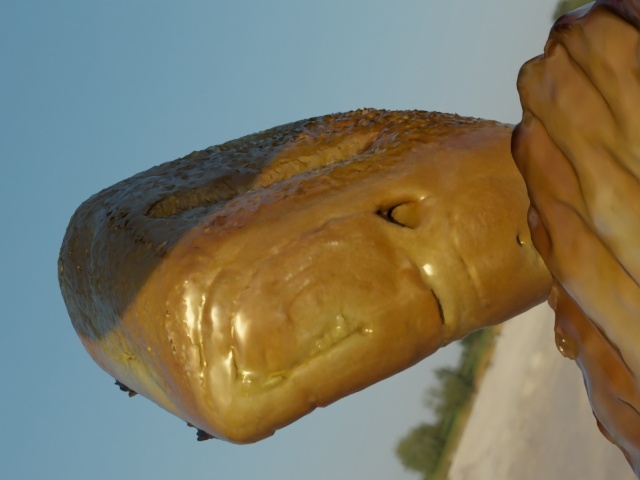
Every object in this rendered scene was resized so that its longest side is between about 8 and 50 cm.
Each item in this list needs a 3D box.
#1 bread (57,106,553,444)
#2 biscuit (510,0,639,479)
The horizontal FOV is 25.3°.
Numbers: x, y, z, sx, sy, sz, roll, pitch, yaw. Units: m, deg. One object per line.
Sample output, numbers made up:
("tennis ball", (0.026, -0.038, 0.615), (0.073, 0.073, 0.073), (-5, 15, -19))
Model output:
("bread", (-0.003, -0.008, 0.978), (0.337, 0.328, 0.148), (18, 130, 66))
("biscuit", (0.211, 0.023, 0.692), (0.107, 0.326, 0.326), (-24, -25, -16))
